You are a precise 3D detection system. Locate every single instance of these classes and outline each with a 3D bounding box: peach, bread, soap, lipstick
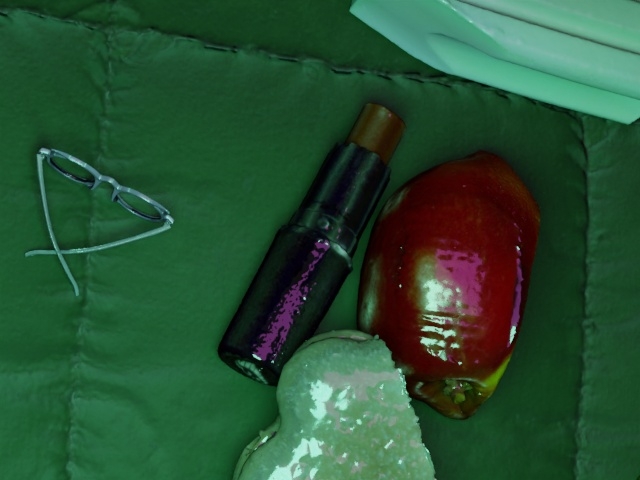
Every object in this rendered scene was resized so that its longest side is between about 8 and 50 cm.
[{"bbox_3d":[0.125,0.017,1.709,0.158,0.154,0.267,22,72,-12],"label":"peach"},{"bbox_3d":[0.022,0.255,1.629,0.183,0.102,0.337,-18,97,-10],"label":"bread"},{"bbox_3d":[0.215,-0.257,1.825,0.347,0.115,0.208,14,72,-15],"label":"soap"},{"bbox_3d":[0.000,0.000,1.708,0.081,0.081,0.300,33,71,-9],"label":"lipstick"}]

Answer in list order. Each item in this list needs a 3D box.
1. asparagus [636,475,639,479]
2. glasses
[{"bbox_3d":[0.315,0.249,1.794,0.015,0.018,0.127,29,65,27],"label":"asparagus"},{"bbox_3d":[-0.217,-0.011,1.647,0.140,0.062,0.104,31,71,-9],"label":"glasses"}]
